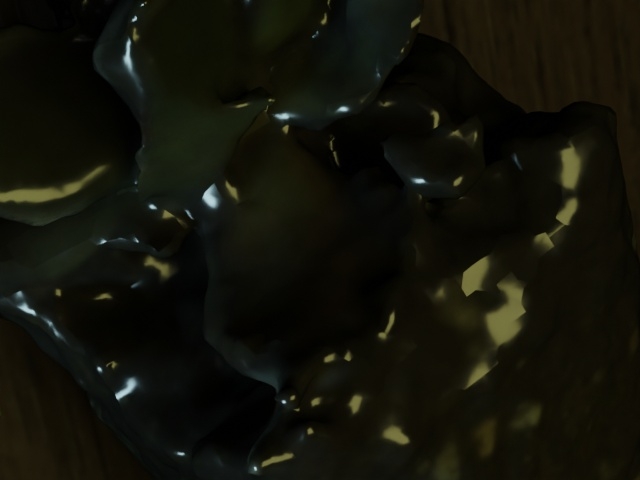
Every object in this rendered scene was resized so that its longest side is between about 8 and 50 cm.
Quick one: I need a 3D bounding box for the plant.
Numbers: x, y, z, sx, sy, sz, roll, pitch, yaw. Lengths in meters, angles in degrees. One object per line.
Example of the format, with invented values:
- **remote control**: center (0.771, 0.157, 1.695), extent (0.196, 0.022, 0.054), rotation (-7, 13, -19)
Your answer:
- **plant**: center (0.000, 0.000, 0.650), extent (0.199, 0.188, 0.276), rotation (-41, 121, -18)
